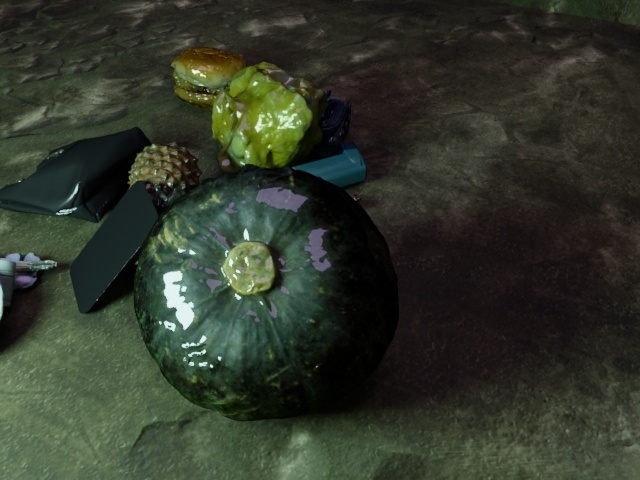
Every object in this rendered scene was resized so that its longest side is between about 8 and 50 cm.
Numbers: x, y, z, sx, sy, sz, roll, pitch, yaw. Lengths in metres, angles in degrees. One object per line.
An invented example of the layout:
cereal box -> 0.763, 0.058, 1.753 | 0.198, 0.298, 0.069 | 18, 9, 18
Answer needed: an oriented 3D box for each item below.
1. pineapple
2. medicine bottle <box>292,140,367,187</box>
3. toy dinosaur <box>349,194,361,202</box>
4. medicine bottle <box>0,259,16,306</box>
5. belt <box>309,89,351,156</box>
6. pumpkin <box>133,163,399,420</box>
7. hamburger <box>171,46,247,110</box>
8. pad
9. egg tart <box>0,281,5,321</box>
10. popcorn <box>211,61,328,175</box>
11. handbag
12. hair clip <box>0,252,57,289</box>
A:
pineapple -> -0.338, -0.072, 1.391 | 0.169, 0.169, 0.340 | -2, 39, -6
medicine bottle -> 0.008, -0.177, 1.693 | 0.258, 0.079, 0.124 | -20, 46, -25
toy dinosaur -> 0.032, -0.078, 1.592 | 0.154, 0.049, 0.055 | -26, 60, -17
medicine bottle -> -0.645, 0.086, 1.301 | 0.058, 0.058, 0.091 | 4, 81, 2
belt -> 0.014, -0.341, 1.865 | 0.122, 0.128, 0.218 | 9, 37, 9
pumpkin -> -0.088, 0.086, 1.118 | 0.455, 0.344, 0.454 | 0, 73, 1
hamburger -> -0.344, -0.517, 2.051 | 0.245, 0.163, 0.244 | 0, 36, 0
pad -> -0.429, 0.010, 1.334 | 0.004, 0.267, 0.181 | 31, 15, -42
egg tart -> -0.702, 0.135, 1.197 | 0.234, 0.094, 0.234 | -5, 56, 7
popcorn -> -0.139, -0.305, 1.711 | 0.294, 0.292, 0.334 | 10, 30, -10
handbag -> -0.604, -0.152, 1.589 | 0.288, 0.152, 0.342 | 1, 33, 18
hair clip -> -0.704, 0.057, 1.362 | 0.292, 0.084, 0.106 | 1, 34, -10
